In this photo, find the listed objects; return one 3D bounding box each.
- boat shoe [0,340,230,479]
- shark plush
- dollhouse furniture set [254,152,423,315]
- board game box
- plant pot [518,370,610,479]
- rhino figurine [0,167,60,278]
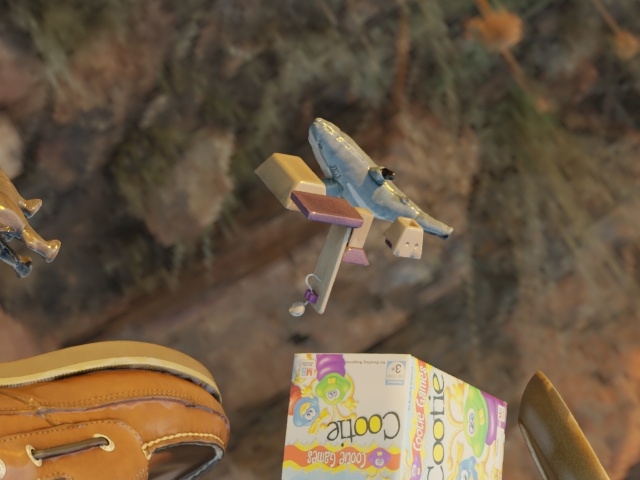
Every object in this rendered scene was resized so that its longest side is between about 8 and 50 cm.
[{"bbox_3d":[-0.138,0.114,0.890,0.111,0.104,0.307,-42,156,25],"label":"boat shoe"},{"bbox_3d":[0.048,-0.047,1.833,0.073,0.161,0.067,-35,164,-31],"label":"shark plush"},{"bbox_3d":[0.000,0.000,1.326,0.091,0.114,0.081,9,112,-28],"label":"dollhouse furniture set"},{"bbox_3d":[0.087,0.220,2.174,0.144,0.142,0.275,-1,165,27],"label":"board game box"},{"bbox_3d":[0.198,0.204,1.401,0.032,0.236,0.236,-27,152,0],"label":"plant pot"},{"bbox_3d":[-0.351,-0.044,2.049,0.106,0.243,0.073,34,98,-30],"label":"rhino figurine"}]
